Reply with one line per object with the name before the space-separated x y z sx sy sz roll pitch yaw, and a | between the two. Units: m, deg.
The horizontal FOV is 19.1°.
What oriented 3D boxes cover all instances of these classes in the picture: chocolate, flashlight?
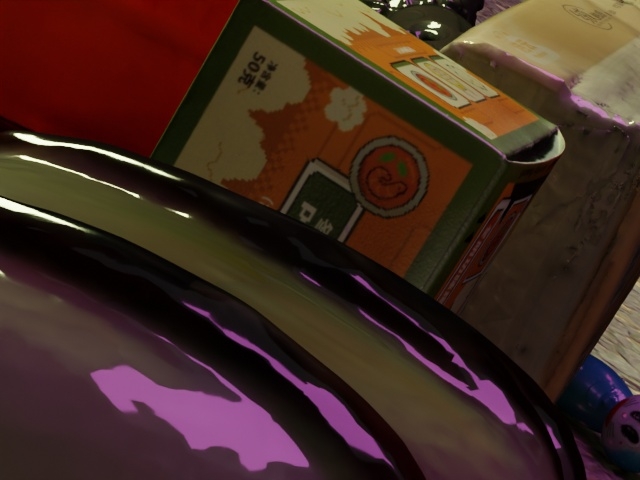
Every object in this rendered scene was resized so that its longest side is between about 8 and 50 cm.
chocolate | -0.046 0.083 0.540 0.283 0.186 0.283 30 14 -9
flashlight | 0.181 0.105 1.232 0.051 0.051 0.129 21 11 -36

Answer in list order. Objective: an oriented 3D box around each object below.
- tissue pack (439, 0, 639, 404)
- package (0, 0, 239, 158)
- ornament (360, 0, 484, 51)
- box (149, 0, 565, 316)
tissue pack | 0.101 -0.043 1.166 0.238 0.239 0.305 34 22 9
package | -0.187 -0.163 1.045 0.423 0.196 0.123 26 -5 -23
ornament | 0.022 -0.152 1.543 0.251 0.106 0.260 4 19 9
box | 0.000 0.000 0.896 0.148 0.195 0.177 34 13 7
